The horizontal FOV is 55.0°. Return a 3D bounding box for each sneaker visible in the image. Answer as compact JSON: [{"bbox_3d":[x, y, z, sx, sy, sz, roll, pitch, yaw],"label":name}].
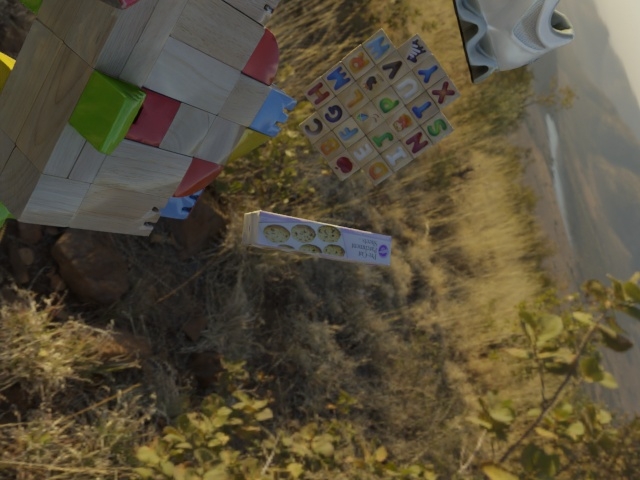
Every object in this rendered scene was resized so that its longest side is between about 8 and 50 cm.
[{"bbox_3d":[0.188,-0.314,0.617,0.330,0.146,0.122,52,32,-51],"label":"sneaker"}]

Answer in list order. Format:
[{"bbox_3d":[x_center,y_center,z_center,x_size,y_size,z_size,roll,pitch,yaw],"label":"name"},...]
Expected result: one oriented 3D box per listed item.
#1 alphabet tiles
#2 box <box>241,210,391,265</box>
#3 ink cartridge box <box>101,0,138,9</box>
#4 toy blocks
[{"bbox_3d":[0.133,-0.300,1.424,0.285,0.342,0.011,51,18,-13],"label":"alphabet tiles"},{"bbox_3d":[0.000,0.000,1.217,0.324,0.063,0.067,11,81,-34],"label":"box"},{"bbox_3d":[-0.087,-0.237,0.342,0.127,0.176,0.128,40,-15,54],"label":"ink cartridge box"},{"bbox_3d":[-0.140,-0.149,0.601,0.191,0.381,0.261,40,16,27],"label":"toy blocks"}]
